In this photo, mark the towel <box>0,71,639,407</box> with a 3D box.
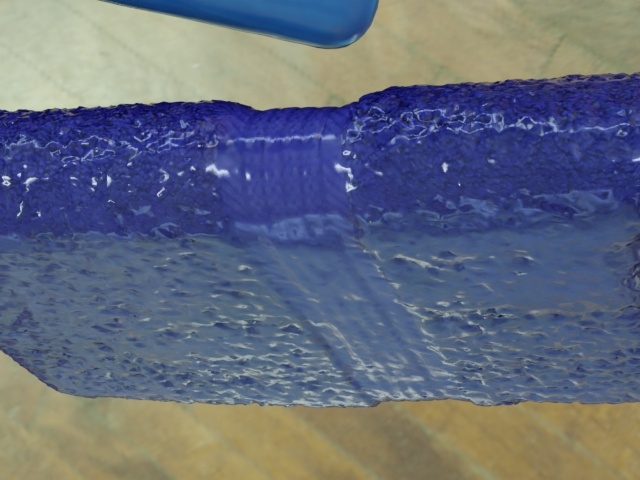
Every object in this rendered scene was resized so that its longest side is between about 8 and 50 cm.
[{"bbox_3d":[0.000,0.000,0.590,0.308,0.227,0.076,-2,65,18],"label":"towel"}]

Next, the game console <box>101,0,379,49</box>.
[{"bbox_3d":[-0.106,-0.242,0.663,0.250,0.173,0.293,6,88,25],"label":"game console"}]
